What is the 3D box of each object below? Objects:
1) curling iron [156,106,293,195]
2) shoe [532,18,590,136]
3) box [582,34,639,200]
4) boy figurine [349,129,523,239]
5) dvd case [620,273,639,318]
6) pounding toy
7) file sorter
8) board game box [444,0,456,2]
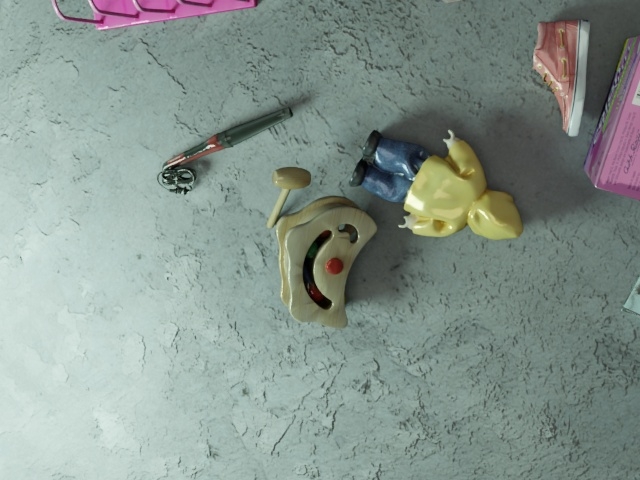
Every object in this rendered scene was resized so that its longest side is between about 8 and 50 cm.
[{"bbox_3d":[-0.164,-0.158,1.512,0.274,0.035,0.068,-28,97,17],"label":"curling iron"},{"bbox_3d":[0.368,-0.251,1.359,0.081,0.063,0.178,4,96,14],"label":"shoe"},{"bbox_3d":[0.470,-0.175,1.252,0.117,0.243,0.213,17,104,10],"label":"box"},{"bbox_3d":[0.197,-0.087,1.413,0.285,0.092,0.177,22,104,8],"label":"boy figurine"},{"bbox_3d":[0.546,0.078,1.401,0.087,0.013,0.119,26,106,7],"label":"dvd case"},{"bbox_3d":[0.000,0.000,1.486,0.154,0.155,0.269,-7,110,-14],"label":"pounding toy"},{"bbox_3d":[-0.276,-0.462,1.405,0.291,0.182,0.202,-5,99,14],"label":"file sorter"},{"bbox_3d":[0.189,-0.462,1.316,0.045,0.147,0.193,-7,98,14],"label":"board game box"}]
